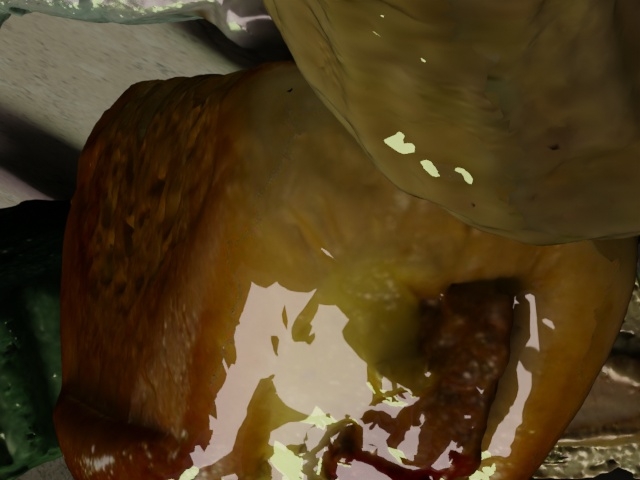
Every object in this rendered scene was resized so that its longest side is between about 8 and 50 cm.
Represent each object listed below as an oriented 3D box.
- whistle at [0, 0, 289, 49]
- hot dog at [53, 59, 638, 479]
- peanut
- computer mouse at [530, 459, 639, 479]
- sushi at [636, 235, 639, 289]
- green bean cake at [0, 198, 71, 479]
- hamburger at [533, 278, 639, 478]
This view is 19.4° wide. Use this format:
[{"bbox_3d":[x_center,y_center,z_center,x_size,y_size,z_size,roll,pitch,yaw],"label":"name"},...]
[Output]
[{"bbox_3d":[-0.142,-0.141,0.829,0.346,0.133,0.142,12,161,18],"label":"whistle"},{"bbox_3d":[-0.012,0.036,0.888,0.185,0.223,0.405,12,179,-17],"label":"hot dog"},{"bbox_3d":[0.041,-0.101,0.526,0.159,0.143,0.291,10,160,22],"label":"peanut"},{"bbox_3d":[0.178,0.122,1.228,0.088,0.147,0.264,17,174,-14],"label":"computer mouse"},{"bbox_3d":[0.247,0.024,0.723,0.291,0.131,0.139,22,147,52],"label":"sushi"},{"bbox_3d":[-0.274,0.083,1.587,0.308,0.300,0.169,11,118,56],"label":"green bean cake"},{"bbox_3d":[0.172,0.051,1.026,0.208,0.135,0.155,-1,-167,26],"label":"hamburger"}]
